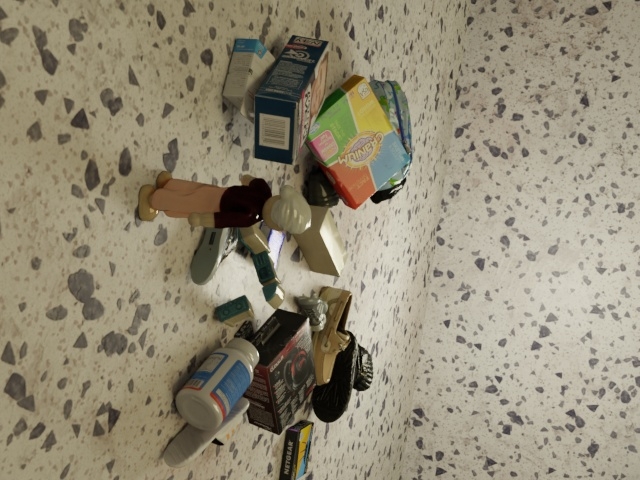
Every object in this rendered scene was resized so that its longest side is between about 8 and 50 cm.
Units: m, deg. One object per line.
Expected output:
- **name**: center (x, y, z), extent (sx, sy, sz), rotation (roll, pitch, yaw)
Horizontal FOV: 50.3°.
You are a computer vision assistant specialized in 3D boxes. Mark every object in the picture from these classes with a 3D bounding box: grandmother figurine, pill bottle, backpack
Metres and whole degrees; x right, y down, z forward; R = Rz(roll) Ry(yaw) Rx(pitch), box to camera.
- **grandmother figurine**: center (-0.174, -0.071, 1.331), extent (0.208, 0.342, 0.104), rotation (-58, 149, -42)
- **pill bottle**: center (-0.237, 0.336, 1.630), extent (0.221, 0.124, 0.124), rotation (-49, 142, -50)
- **backpack**: center (0.183, -0.349, 2.215), extent (0.355, 0.273, 0.290), rotation (55, 18, -39)

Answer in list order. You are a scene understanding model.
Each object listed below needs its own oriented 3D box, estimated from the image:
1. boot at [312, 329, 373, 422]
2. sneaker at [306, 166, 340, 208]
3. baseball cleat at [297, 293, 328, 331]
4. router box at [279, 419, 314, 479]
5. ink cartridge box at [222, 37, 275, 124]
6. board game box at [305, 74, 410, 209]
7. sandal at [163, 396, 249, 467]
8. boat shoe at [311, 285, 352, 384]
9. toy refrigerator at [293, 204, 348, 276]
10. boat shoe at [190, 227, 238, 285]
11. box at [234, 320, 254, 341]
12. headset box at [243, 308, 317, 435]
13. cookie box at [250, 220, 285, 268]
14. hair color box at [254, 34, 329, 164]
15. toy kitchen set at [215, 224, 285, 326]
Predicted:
- **boot**: center (0.093, 0.519, 2.484), extent (0.260, 0.131, 0.348), rotation (61, 43, -57)
- **sneaker**: center (0.044, -0.185, 2.132), extent (0.286, 0.109, 0.130), rotation (-35, 124, -62)
- **baseball cleat**: center (-0.018, 0.232, 2.167), extent (0.206, 0.072, 0.109), rotation (30, 58, -66)
- **router box**: center (-0.077, 0.699, 2.257), extent (0.133, 0.046, 0.178), rotation (1, 98, -67)
- **ink cartridge box**: center (-0.170, -0.366, 1.592), extent (0.104, 0.060, 0.180), rotation (34, 67, -67)
- **board game box**: center (0.100, -0.284, 1.997), extent (0.242, 0.064, 0.316), rotation (-43, 124, -10)
- **sandal**: center (-0.275, 0.467, 1.639), extent (0.265, 0.102, 0.076), rotation (-38, 135, -47)
- **boat shoe**: center (0.039, 0.331, 2.305), extent (0.122, 0.110, 0.341), rotation (-8, 106, -67)
- **toy refrigerator**: center (0.000, 0.000, 2.094), extent (0.269, 0.102, 0.094), rotation (64, 41, -54)
- **boat shoe**: center (-0.238, 0.028, 1.580), extent (0.083, 0.065, 0.183), rotation (51, 51, -59)
- **box**: center (-0.201, 0.267, 1.824), extent (0.067, 0.018, 0.083), rotation (-55, 146, -47)
- **headset box**: center (-0.117, 0.347, 1.874), extent (0.218, 0.110, 0.293), rotation (-48, 142, -44)
- **cookie box**: center (-0.140, 0.014, 1.841), extent (0.092, 0.040, 0.107), rotation (52, 51, -60)
- **hair color box**: center (-0.066, -0.353, 1.677), extent (0.347, 0.105, 0.174), rotation (-71, 170, -49)
- **toy kitchen set**: center (-0.201, 0.082, 1.700), extent (0.122, 0.166, 0.207), rotation (57, 10, -59)
